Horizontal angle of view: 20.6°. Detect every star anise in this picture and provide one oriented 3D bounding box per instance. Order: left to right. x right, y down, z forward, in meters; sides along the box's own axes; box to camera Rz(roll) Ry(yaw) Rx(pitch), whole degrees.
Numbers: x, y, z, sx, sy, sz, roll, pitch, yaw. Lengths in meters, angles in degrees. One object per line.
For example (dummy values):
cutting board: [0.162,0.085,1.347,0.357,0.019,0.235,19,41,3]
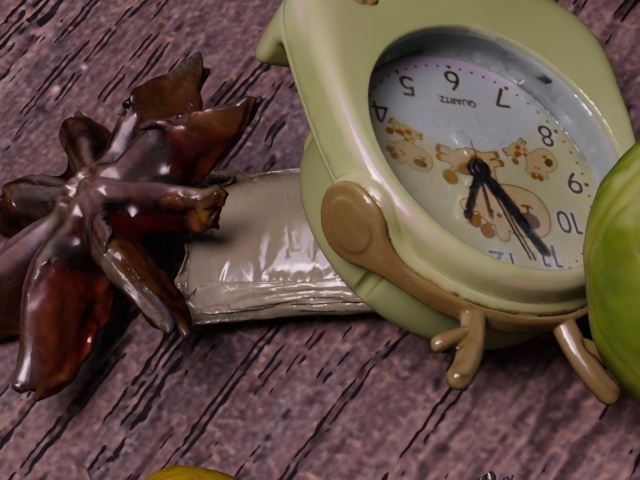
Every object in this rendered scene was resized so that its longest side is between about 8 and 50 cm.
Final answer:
star anise: [-0.140,-0.017,1.203,0.288,0.088,0.288,-31,38,27]

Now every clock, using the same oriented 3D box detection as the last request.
clock: [0.092,-0.031,1.103,0.235,0.096,0.308,7,53,-28]

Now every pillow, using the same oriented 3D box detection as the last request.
pillow: [0.000,0.000,1.193,0.208,0.053,0.119,-4,60,13]

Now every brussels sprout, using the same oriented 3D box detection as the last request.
brussels sprout: [0.250,0.020,1.025,0.223,0.161,0.223,8,60,-14]

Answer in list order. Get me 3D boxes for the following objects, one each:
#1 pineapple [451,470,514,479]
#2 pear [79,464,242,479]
pineapple: [0.118,0.189,1.052,0.058,0.058,0.124,-35,42,-7]
pear: [-0.088,0.294,0.913,0.285,0.285,0.336,-3,44,14]
